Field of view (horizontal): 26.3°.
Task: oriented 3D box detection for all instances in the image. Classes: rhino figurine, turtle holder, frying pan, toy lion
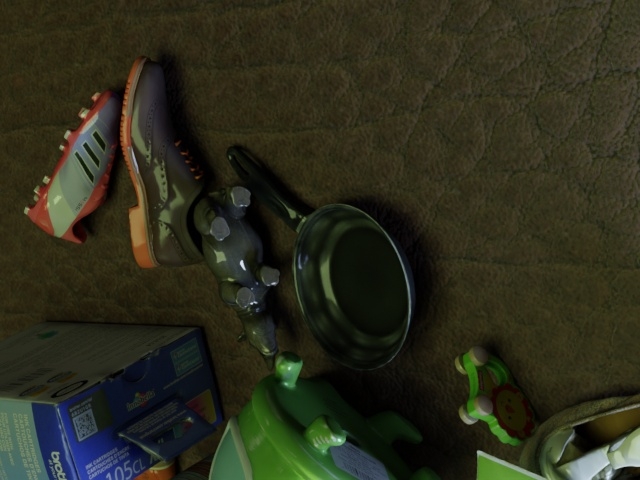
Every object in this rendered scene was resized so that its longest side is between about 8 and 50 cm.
[{"bbox_3d":[-0.093,0.048,1.683,0.106,0.073,0.243,18,127,69],"label":"rhino figurine"},{"bbox_3d":[-0.031,0.270,1.587,0.227,0.243,0.320,-53,49,11],"label":"turtle holder"},{"bbox_3d":[-0.002,0.028,1.632,0.326,0.053,0.197,30,123,41],"label":"frying pan"},{"bbox_3d":[0.197,0.174,1.513,0.034,0.096,0.100,-38,41,41],"label":"toy lion"}]

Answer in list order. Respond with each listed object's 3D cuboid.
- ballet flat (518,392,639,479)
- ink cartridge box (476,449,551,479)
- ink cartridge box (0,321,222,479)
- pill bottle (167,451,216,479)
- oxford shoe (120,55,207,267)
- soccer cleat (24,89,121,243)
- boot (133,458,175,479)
[{"bbox_3d":[0.304,0.214,1.420,0.316,0.106,0.107,-36,83,41],"label":"ballet flat"},{"bbox_3d":[0.266,0.334,1.477,0.189,0.097,0.255,20,128,31],"label":"ink cartridge box"},{"bbox_3d":[-0.322,0.221,1.814,0.395,0.270,0.151,-3,106,40],"label":"ink cartridge box"},{"bbox_3d":[-0.171,0.366,1.784,0.121,0.216,0.121,15,116,34],"label":"pill bottle"},{"bbox_3d":[-0.189,-0.098,1.722,0.098,0.097,0.271,0,109,13],"label":"oxford shoe"},{"bbox_3d":[-0.308,-0.097,1.821,0.095,0.083,0.248,31,124,-10],"label":"soccer cleat"},{"bbox_3d":[-0.271,0.329,1.959,0.158,0.059,0.084,8,117,35],"label":"boot"}]
